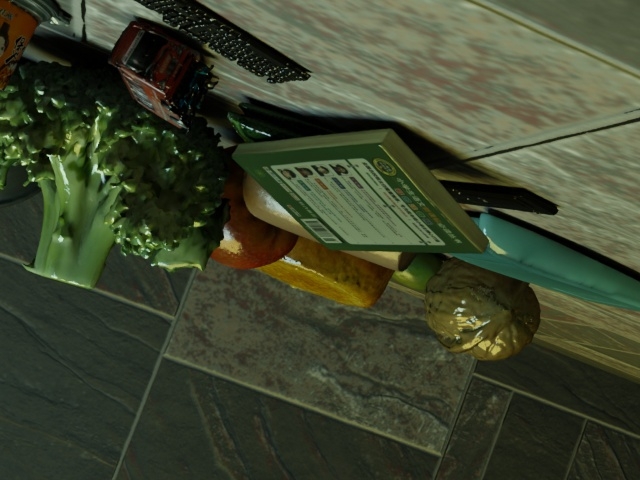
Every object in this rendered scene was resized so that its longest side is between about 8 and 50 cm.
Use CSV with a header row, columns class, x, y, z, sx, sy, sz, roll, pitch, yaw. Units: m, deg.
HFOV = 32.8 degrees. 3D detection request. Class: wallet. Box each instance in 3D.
class,x,y,z,sx,sy,sz,roll,pitch,yaw
wallet,0.011,-0.102,1.347,0.236,0.055,0.160,24,171,13

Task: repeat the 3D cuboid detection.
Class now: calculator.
class,x,y,z,sx,sy,sz,roll,pitch,yaw
calculator,0.337,0.039,1.593,0.386,0.054,0.256,19,176,-25

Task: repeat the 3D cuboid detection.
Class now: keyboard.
class,x,y,z,sx,sy,sz,roll,pitch,yaw
keyboard,0.202,-0.053,1.328,0.061,0.013,0.204,24,175,-29
keyboard,-0.093,-0.190,1.013,0.060,0.018,0.195,12,171,47

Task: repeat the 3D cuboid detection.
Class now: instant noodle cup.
class,x,y,z,sx,sy,sz,roll,pitch,yaw
instant noodle cup,-0.389,-0.229,1.176,0.208,0.125,0.177,22,175,-17

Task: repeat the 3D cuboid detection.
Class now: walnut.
class,x,y,z,sx,sy,sz,roll,pitch,yaw
walnut,0.281,0.115,1.891,0.198,0.198,0.245,22,176,-12

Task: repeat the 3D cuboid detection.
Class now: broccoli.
class,x,y,z,sx,sy,sz,roll,pitch,yaw
broccoli,-0.281,-0.098,1.432,0.339,0.317,0.277,-11,-178,-9

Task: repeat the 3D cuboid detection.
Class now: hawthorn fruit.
class,x,y,z,sx,sy,sz,roll,pitch,yaw
hawthorn fruit,-0.135,-0.044,1.656,0.197,0.196,0.226,24,157,-35

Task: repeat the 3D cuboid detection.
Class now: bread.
class,x,y,z,sx,sy,sz,roll,pitch,yaw
bread,0.001,0.001,1.849,0.312,0.172,0.312,22,173,3

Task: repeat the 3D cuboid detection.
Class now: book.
class,x,y,z,sx,sy,sz,roll,pitch,yaw
book,0.042,-0.051,1.277,0.264,0.027,0.202,0,143,49

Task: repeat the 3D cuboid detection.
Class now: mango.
class,x,y,z,sx,sy,sz,roll,pitch,yaw
mango,0.195,0.058,2.202,0.122,0.085,0.191,15,173,25

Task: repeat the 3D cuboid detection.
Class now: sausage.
class,x,y,z,sx,sy,sz,roll,pitch,yaw
sausage,0.020,-0.052,1.478,0.253,0.123,0.123,21,176,12

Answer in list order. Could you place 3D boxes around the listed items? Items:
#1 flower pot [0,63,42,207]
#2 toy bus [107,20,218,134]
class,x,y,z,sx,sy,sz,roll,pitch,yaw
flower pot,-0.529,-0.198,1.686,0.269,0.269,0.166,20,154,3
toy bus,-0.172,-0.177,1.200,0.096,0.073,0.235,28,176,0
